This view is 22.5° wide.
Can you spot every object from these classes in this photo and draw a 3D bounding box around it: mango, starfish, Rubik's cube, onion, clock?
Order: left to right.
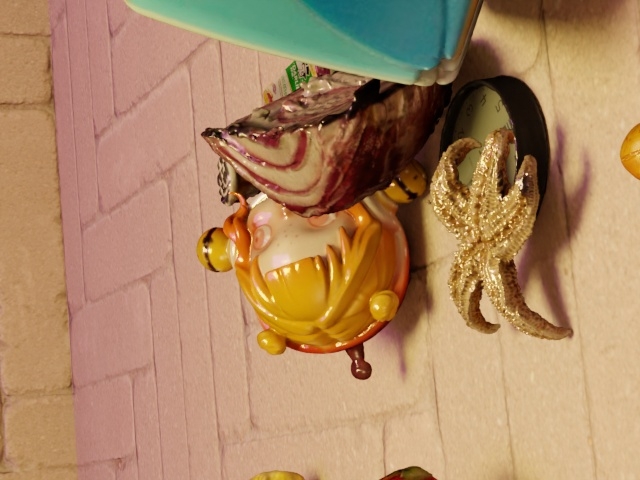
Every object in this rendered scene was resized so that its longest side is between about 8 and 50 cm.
[{"bbox_3d":[0.018,-0.372,1.577,0.347,0.352,0.352,-66,-12,-71],"label":"Rubik's cube"},{"bbox_3d":[0.049,-0.128,1.828,0.314,0.280,0.146,-6,109,62],"label":"onion"},{"bbox_3d":[0.184,-0.087,1.740,0.184,0.040,0.184,179,90,-67],"label":"clock"},{"bbox_3d":[0.179,0.007,1.655,0.216,0.071,0.238,55,150,36],"label":"starfish"},{"bbox_3d":[0.305,-0.083,1.440,0.089,0.046,0.060,-28,65,61],"label":"mango"}]

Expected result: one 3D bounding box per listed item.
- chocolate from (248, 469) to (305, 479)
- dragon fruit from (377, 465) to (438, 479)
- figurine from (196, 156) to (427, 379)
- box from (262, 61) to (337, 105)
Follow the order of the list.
[{"bbox_3d":[-0.039,0.529,2.168,0.162,0.162,0.445,131,134,-59],"label":"chocolate"},{"bbox_3d":[0.098,0.378,1.725,0.302,0.231,0.237,121,150,-42],"label":"dragon fruit"},{"bbox_3d":[0.002,0.000,1.989,0.320,0.196,0.323,-20,55,25],"label":"figurine"},{"bbox_3d":[-0.028,-0.216,2.247,0.207,0.041,0.049,147,119,-65],"label":"box"}]
